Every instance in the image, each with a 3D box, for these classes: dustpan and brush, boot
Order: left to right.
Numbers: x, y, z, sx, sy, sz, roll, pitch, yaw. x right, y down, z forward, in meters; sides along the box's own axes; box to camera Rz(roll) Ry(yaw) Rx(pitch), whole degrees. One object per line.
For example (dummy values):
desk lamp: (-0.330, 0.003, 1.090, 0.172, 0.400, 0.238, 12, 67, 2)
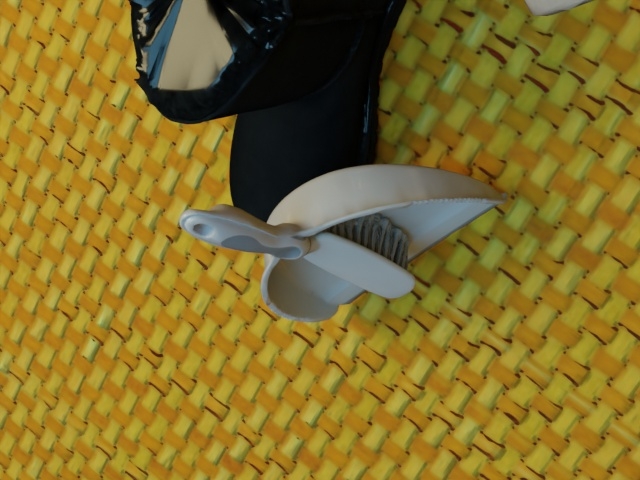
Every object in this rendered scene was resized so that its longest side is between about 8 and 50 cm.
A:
boot: (-0.036, -0.087, 0.642, 0.094, 0.207, 0.247, 27, 114, 19)
dustpan and brush: (0.000, 0.000, 0.643, 0.147, 0.211, 0.060, -35, 51, 29)

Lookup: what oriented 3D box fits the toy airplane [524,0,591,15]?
toy airplane: (0.241, -0.177, 0.441, 0.384, 0.272, 0.386, 16, 97, -10)
